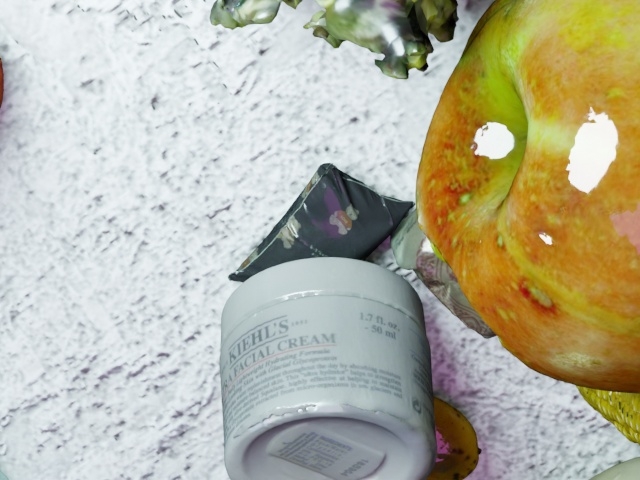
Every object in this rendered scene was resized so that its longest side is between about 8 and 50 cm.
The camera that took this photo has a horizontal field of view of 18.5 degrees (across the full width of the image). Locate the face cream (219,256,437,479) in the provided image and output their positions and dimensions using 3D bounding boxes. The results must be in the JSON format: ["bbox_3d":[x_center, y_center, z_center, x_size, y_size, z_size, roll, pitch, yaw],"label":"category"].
[{"bbox_3d":[0.005,0.124,1.621,0.177,0.153,0.177,-2,141,-2],"label":"face cream"}]

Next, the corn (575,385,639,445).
[{"bbox_3d":[0.292,0.130,1.572,0.115,0.318,0.115,-3,102,-13],"label":"corn"}]

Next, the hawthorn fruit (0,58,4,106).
[{"bbox_3d":[-0.351,-0.098,1.467,0.207,0.243,0.207,1,120,2],"label":"hawthorn fruit"}]

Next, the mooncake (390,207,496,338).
[{"bbox_3d":[0.139,0.006,1.628,0.130,0.073,0.125,39,112,-22],"label":"mooncake"}]

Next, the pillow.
[{"bbox_3d":[0.000,0.000,1.637,0.090,0.048,0.150,34,119,-10],"label":"pillow"}]

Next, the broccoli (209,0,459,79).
[{"bbox_3d":[0.018,-0.282,1.373,0.334,0.324,0.272,49,67,-15],"label":"broccoli"}]

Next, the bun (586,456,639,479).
[{"bbox_3d":[0.305,0.369,1.757,0.326,0.234,0.362,9,114,1],"label":"bun"}]

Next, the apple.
[{"bbox_3d":[0.249,-0.053,1.445,0.339,0.339,0.339,0,121,0],"label":"apple"}]

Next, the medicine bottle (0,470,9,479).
[{"bbox_3d":[-0.335,0.248,1.764,0.121,0.083,0.229,-28,116,13],"label":"medicine bottle"}]

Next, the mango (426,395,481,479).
[{"bbox_3d":[0.089,0.173,1.738,0.114,0.057,0.079,33,120,-9],"label":"mango"}]
